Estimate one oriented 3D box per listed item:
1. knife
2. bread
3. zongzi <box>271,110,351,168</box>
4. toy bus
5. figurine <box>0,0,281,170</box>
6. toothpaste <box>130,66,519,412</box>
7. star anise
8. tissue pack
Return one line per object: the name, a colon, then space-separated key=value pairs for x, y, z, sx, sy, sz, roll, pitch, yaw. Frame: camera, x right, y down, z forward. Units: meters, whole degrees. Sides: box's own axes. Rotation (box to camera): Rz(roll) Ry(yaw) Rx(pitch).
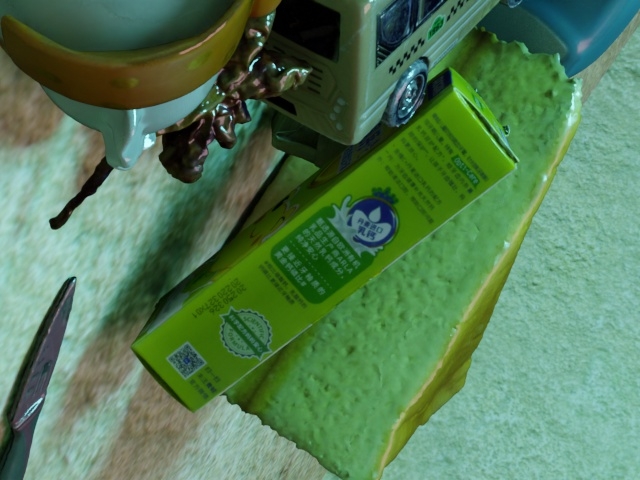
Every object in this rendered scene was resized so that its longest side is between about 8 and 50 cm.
knife: x=-0.217 y=0.129 z=0.825 sx=0.035 sy=0.018 sz=0.247 roll=-27 pitch=144 yaw=-58
bread: x=0.056 y=-0.020 z=1.010 sx=0.245 sy=0.233 sz=0.362 roll=-29 pitch=145 yaw=-59
zongzi: x=0.060 y=-0.127 z=0.933 sx=0.176 sy=0.160 sz=0.078 roll=-63 pitch=-169 yaw=12
toy bus: x=0.056 y=-0.210 z=0.784 sx=0.289 sy=0.139 sz=0.157 roll=-45 pitch=157 yaw=-32
figurine: x=-0.099 y=-0.112 z=0.520 sx=0.143 sy=0.143 sz=0.271 roll=-50 pitch=-172 yaw=-29
toothpaste: x=0.000 y=0.000 z=0.875 sx=0.327 sy=0.077 sz=0.110 roll=-38 pitch=-171 yaw=15
star anise: x=-0.092 y=-0.075 z=0.680 sx=0.190 sy=0.070 sz=0.097 roll=-43 pitch=127 yaw=9
tissue pack: x=0.233 y=-0.306 z=1.040 sx=0.206 sy=0.198 sz=0.287 roll=-45 pitch=159 yaw=-37
